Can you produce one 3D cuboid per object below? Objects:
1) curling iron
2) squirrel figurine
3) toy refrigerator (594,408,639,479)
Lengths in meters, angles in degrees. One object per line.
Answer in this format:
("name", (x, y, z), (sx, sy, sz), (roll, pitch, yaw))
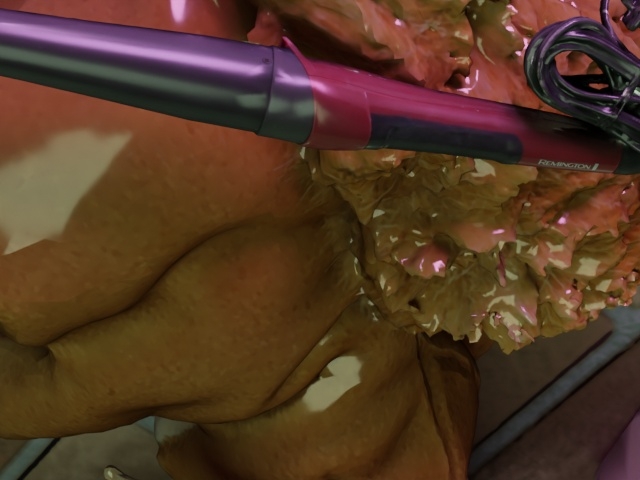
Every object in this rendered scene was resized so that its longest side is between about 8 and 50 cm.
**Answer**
("curling iron", (-0.001, -0.059, 0.522), (0.274, 0.035, 0.068), (4, 113, -6))
("squirrel figurine", (0.000, 0.000, 0.716), (0.397, 0.281, 0.370), (-21, 123, 26))
("toy refrigerator", (0.200, 0.188, 0.786), (0.102, 0.269, 0.094), (26, 118, -6))
